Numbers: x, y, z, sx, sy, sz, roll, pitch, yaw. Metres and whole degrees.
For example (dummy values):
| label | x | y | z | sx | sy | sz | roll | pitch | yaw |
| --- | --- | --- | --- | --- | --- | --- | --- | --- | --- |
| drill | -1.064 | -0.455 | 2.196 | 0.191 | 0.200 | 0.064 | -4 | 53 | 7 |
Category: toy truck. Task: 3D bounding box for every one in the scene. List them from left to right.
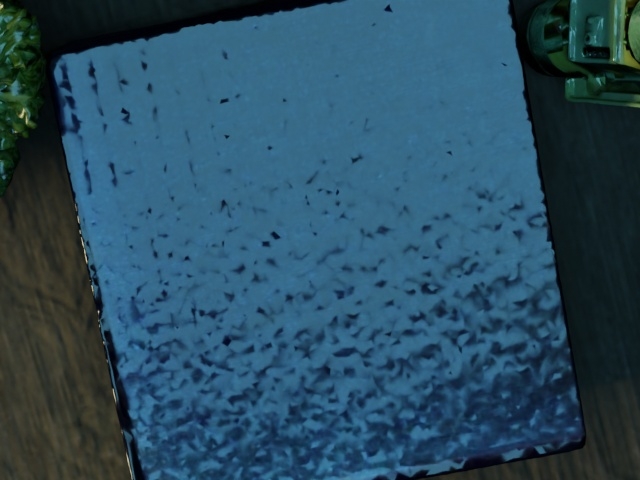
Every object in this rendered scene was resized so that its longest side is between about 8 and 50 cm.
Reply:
| label | x | y | z | sx | sy | sz | roll | pitch | yaw |
| --- | --- | --- | --- | --- | --- | --- | --- | --- | --- |
| toy truck | 0.199 | -0.210 | 1.038 | 0.135 | 0.128 | 0.260 | -8 | 100 | -26 |

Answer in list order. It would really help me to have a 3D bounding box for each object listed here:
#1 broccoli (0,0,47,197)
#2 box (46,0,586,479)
| label | x | y | z | sx | sy | sz | roll | pitch | yaw |
| --- | --- | --- | --- | --- | --- | --- | --- | --- | --- |
| broccoli | -0.282 | -0.091 | 0.984 | 0.261 | 0.241 | 0.269 | 23 | 82 | 20 |
| box | 0.000 | 0.000 | 1.058 | 0.261 | 0.116 | 0.279 | -10 | 99 | 1 |
